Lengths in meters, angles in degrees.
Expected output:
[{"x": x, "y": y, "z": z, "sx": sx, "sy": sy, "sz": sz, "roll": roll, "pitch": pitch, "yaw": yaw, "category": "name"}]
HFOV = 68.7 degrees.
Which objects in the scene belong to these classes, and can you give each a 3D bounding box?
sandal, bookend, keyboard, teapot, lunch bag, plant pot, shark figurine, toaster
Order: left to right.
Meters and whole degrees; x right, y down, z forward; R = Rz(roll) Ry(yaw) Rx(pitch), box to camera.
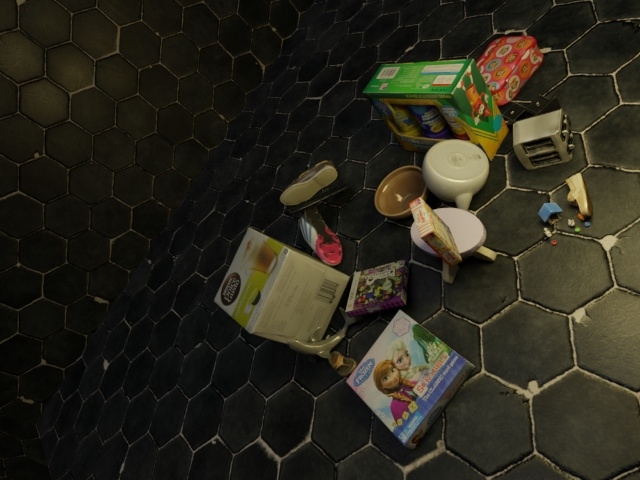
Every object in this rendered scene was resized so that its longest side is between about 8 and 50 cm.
[{"x": -0.020, "y": -0.195, "z": 2.184, "sx": 0.317, "sy": 0.033, "sz": 0.201, "roll": -25, "pitch": 9, "yaw": -13, "category": "keyboard"}, {"x": 0.034, "y": 0.388, "z": 1.761, "sx": 0.278, "sy": 0.166, "sz": 0.116, "roll": -27, "pitch": 23, "yaw": -11, "category": "shark figurine"}, {"x": 0.069, "y": 0.443, "z": 1.704, "sx": 0.072, "sy": 0.049, "sz": 0.180, "roll": -57, "pitch": 25, "yaw": -9, "category": "sandal"}, {"x": 0.344, "y": -0.174, "z": 1.880, "sx": 0.237, "sy": 0.109, "sz": 0.238, "roll": -24, "pitch": 48, "yaw": 29, "category": "plant pot"}, {"x": 0.490, "y": -0.239, "z": 1.742, "sx": 0.252, "sy": 0.187, "sz": 0.256, "roll": 29, "pitch": 62, "yaw": 21, "category": "teapot"}, {"x": 0.720, "y": -0.690, "z": 1.909, "sx": 0.293, "sy": 0.120, "sz": 0.258, "roll": -52, "pitch": 36, "yaw": -2, "category": "lunch bag"}, {"x": 0.766, "y": -0.479, "z": 1.734, "sx": 0.157, "sy": 0.072, "sz": 0.156, "roll": -43, "pitch": 40, "yaw": 9, "category": "bookend"}, {"x": 0.742, "y": -0.338, "z": 1.578, "sx": 0.185, "sy": 0.168, "sz": 0.110, "roll": -9, "pitch": 56, "yaw": 39, "category": "toaster"}]

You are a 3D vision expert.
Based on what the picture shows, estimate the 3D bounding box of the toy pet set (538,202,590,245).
[{"x": 0.743, "y": -0.067, "z": 1.457, "sx": 0.122, "sy": 0.065, "sz": 0.114, "roll": -35, "pitch": 43, "yaw": 19, "category": "toy pet set"}]

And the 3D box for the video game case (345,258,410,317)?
[{"x": 0.215, "y": 0.177, "z": 1.745, "sx": 0.232, "sy": 0.042, "sz": 0.210, "roll": -18, "pitch": 34, "yaw": 30, "category": "video game case"}]

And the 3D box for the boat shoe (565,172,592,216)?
[{"x": 0.802, "y": -0.136, "z": 1.461, "sx": 0.059, "sy": 0.063, "sz": 0.170, "roll": -21, "pitch": 39, "yaw": 35, "category": "boat shoe"}]

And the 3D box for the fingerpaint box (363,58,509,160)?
[{"x": 0.442, "y": -0.501, "z": 1.825, "sx": 0.444, "sy": 0.371, "sz": 0.163, "roll": 22, "pitch": 76, "yaw": 48, "category": "fingerpaint box"}]

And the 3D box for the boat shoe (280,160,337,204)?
[{"x": -0.064, "y": -0.290, "z": 2.353, "sx": 0.324, "sy": 0.116, "sz": 0.097, "roll": -31, "pitch": 40, "yaw": 18, "category": "boat shoe"}]

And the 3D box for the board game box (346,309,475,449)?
[{"x": 0.279, "y": 0.437, "z": 1.523, "sx": 0.319, "sy": 0.066, "sz": 0.318, "roll": -53, "pitch": 39, "yaw": -1, "category": "board game box"}]

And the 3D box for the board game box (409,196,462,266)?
[{"x": 0.356, "y": -0.025, "z": 1.444, "sx": 0.045, "sy": 0.193, "sz": 0.147, "roll": -32, "pitch": 42, "yaw": 24, "category": "board game box"}]

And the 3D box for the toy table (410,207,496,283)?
[{"x": 0.457, "y": 0.006, "z": 1.601, "sx": 0.252, "sy": 0.161, "sz": 0.274, "roll": -55, "pitch": 39, "yaw": -2, "category": "toy table"}]

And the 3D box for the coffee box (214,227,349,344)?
[{"x": -0.158, "y": 0.193, "z": 1.872, "sx": 0.334, "sy": 0.338, "sz": 0.338, "roll": 25, "pitch": 89, "yaw": 50, "category": "coffee box"}]

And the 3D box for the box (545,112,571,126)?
[{"x": 0.820, "y": -0.405, "z": 1.643, "sx": 0.083, "sy": 0.052, "sz": 0.062, "roll": 26, "pitch": 82, "yaw": 49, "category": "box"}]

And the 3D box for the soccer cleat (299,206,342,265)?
[{"x": 0.000, "y": 0.000, "z": 2.097, "sx": 0.143, "sy": 0.115, "sz": 0.331, "roll": 106, "pitch": 144, "yaw": -49, "category": "soccer cleat"}]
